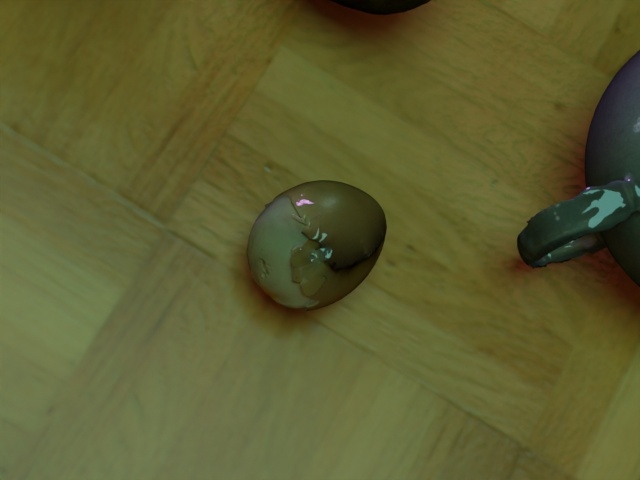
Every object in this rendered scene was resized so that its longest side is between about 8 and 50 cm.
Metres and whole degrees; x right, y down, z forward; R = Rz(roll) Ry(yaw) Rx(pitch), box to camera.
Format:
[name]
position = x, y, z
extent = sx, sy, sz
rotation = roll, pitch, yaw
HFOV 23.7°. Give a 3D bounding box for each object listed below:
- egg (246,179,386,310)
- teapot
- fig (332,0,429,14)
[egg]
position = 0.000, 0.000, 0.880
extent = 0.083, 0.071, 0.071
rotation = -28, 81, -39
[teapot]
position = 0.252, -0.038, 0.928
extent = 0.294, 0.129, 0.193
rotation = -17, 78, -16
[fig]
position = 0.026, -0.216, 0.951
extent = 0.133, 0.185, 0.126
rotation = 18, 108, -13
